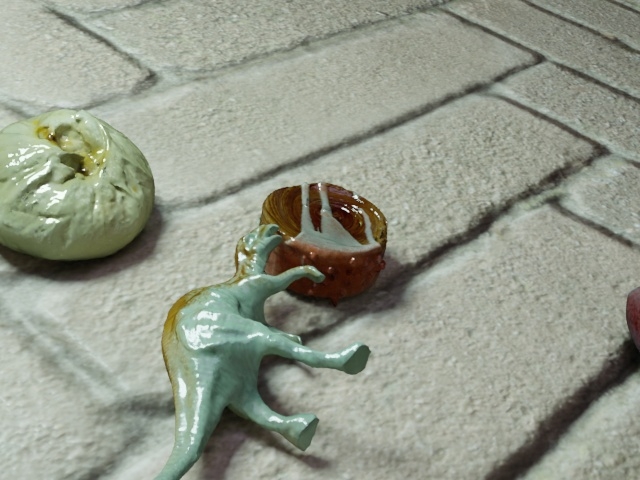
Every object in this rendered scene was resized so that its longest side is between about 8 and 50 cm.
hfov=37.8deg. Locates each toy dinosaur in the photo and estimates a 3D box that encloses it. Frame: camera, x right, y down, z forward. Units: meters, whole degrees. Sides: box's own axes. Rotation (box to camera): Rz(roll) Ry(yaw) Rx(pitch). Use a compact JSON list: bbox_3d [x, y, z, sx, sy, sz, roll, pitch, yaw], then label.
[{"bbox_3d":[-0.078,0.124,0.856,0.206,0.092,0.393,22,46,19],"label":"toy dinosaur"}]

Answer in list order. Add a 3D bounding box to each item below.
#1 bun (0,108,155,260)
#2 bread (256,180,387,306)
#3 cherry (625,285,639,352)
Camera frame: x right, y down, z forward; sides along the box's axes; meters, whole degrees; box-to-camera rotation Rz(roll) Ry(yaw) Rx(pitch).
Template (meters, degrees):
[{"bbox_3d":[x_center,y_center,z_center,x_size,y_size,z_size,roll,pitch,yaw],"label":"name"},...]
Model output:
[{"bbox_3d":[-0.283,-0.076,1.039,0.223,0.127,0.222,10,31,-6],"label":"bun"},{"bbox_3d":[0.000,0.000,1.078,0.161,0.073,0.160,12,32,-8],"label":"bread"},{"bbox_3d":[0.388,0.110,1.022,0.188,0.115,0.148,-24,68,-35],"label":"cherry"}]
